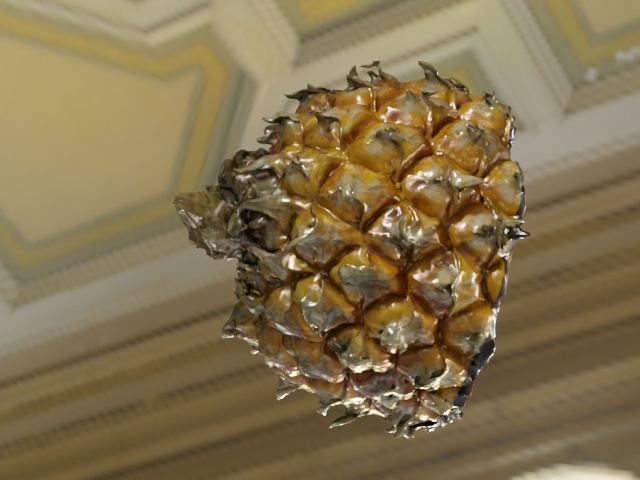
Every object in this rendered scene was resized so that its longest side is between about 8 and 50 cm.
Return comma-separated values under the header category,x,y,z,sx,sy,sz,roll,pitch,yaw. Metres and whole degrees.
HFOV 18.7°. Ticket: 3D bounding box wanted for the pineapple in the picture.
category,x,y,z,sx,sy,sz,roll,pitch,yaw
pineapple,-0.001,-0.002,0.869,0.137,0.161,0.176,8,-32,-16
